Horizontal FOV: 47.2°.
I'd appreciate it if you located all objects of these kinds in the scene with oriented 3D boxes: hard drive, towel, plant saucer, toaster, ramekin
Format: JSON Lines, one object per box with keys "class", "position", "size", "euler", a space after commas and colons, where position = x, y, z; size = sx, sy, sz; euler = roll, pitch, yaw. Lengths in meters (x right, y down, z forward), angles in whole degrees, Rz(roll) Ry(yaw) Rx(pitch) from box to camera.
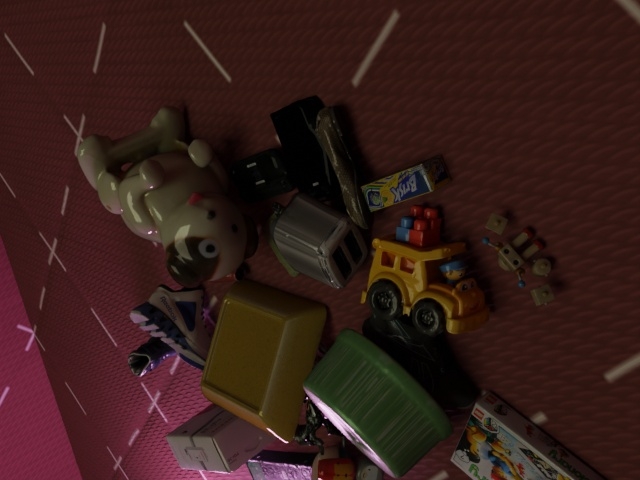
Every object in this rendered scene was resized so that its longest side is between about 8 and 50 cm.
{"class": "hard drive", "position": [-0.061, 0.707, 2.052], "size": [0.339, 0.064, 0.237], "euler": [-18, 97, 50]}
{"class": "towel", "position": [-0.075, 0.004, 1.690], "size": [0.148, 0.027, 0.110], "euler": [57, 140, 9]}
{"class": "plant saucer", "position": [-0.164, 0.276, 1.770], "size": [0.333, 0.081, 0.333], "euler": [14, 89, 43]}
{"class": "toaster", "position": [0.000, 0.000, 1.485], "size": [0.146, 0.129, 0.227], "euler": [26, 159, 30]}
{"class": "ramekin", "position": [0.106, 0.334, 1.479], "size": [0.303, 0.148, 0.303], "euler": [42, 167, 13]}

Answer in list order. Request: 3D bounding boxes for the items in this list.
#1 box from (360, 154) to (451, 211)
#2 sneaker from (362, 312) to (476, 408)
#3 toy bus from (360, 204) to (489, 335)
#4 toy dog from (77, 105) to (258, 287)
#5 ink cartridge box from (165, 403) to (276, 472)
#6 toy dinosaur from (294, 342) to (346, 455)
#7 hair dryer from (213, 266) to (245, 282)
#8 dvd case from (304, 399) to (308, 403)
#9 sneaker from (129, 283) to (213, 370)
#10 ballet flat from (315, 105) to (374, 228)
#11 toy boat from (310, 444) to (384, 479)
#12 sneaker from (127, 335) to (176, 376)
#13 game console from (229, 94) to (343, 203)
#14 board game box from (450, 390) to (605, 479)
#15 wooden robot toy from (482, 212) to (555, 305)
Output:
{"class": "box", "position": [0.154, -0.103, 1.345], "size": [0.169, 0.059, 0.054], "euler": [-18, 98, 51]}
{"class": "sneaker", "position": [0.207, 0.223, 1.444], "size": [0.267, 0.101, 0.106], "euler": [39, 112, 8]}
{"class": "toy bus", "position": [0.200, 0.048, 1.336], "size": [0.220, 0.149, 0.211], "euler": [18, 108, 39]}
{"class": "toy dog", "position": [-0.338, -0.062, 1.702], "size": [0.408, 0.284, 0.395], "euler": [38, 135, 36]}
{"class": "ink cartridge box", "position": [-0.278, 0.553, 2.089], "size": [0.283, 0.207, 0.117], "euler": [-18, 99, 51]}
{"class": "toy dinosaur", "position": [0.011, 0.368, 1.708], "size": [0.322, 0.164, 0.218], "euler": [-127, 49, -60]}
{"class": "hair dryer", "position": [-0.301, 0.008, 1.902], "size": [0.293, 0.080, 0.223], "euler": [47, 138, 18]}
{"class": "dvd case", "position": [-0.137, 0.321, 1.947], "size": [0.253, 0.022, 0.180], "euler": [9, 117, 46]}
{"class": "sneaker", "position": [-0.364, 0.228, 2.069], "size": [0.315, 0.182, 0.127], "euler": [44, 150, -26]}
{"class": "ballet flat", "position": [0.044, -0.138, 1.424], "size": [0.058, 0.084, 0.250], "euler": [-18, 94, 21]}
{"class": "toy boat", "position": [0.057, 0.598, 1.737], "size": [0.318, 0.148, 0.267], "euler": [98, 173, -51]}
{"class": "sneaker", "position": [-0.551, 0.364, 2.323], "size": [0.226, 0.163, 0.086], "euler": [-21, 96, 53]}
{"class": "game console", "position": [-0.089, -0.168, 1.595], "size": [0.361, 0.044, 0.213], "euler": [-12, 100, 50]}
{"class": "board game box", "position": [0.403, 0.451, 1.393], "size": [0.305, 0.053, 0.193], "euler": [37, 136, 29]}
{"class": "wooden robot toy", "position": [0.335, 0.032, 1.238], "size": [0.173, 0.076, 0.079], "euler": [53, 176, 12]}
